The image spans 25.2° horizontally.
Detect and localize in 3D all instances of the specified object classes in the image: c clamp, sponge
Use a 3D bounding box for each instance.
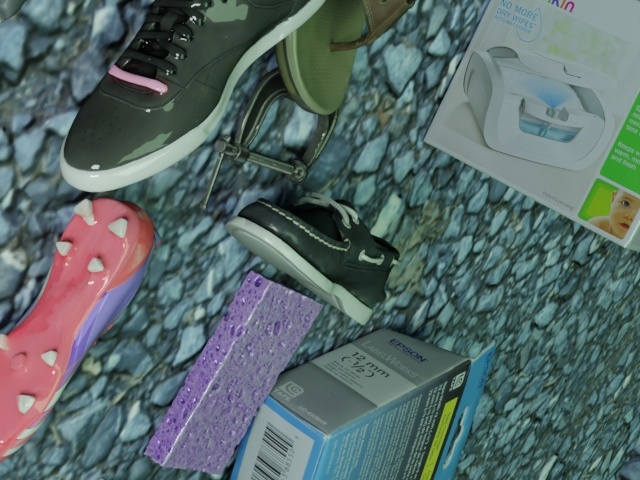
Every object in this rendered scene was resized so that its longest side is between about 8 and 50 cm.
[{"bbox_3d":[-0.042,-0.089,1.304,0.160,0.022,0.137,5,107,-56],"label":"c clamp"},{"bbox_3d":[-0.085,0.136,1.428,0.210,0.031,0.117,-59,150,0],"label":"sponge"}]

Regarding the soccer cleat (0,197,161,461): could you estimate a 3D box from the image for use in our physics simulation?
[{"bbox_3d":[-0.209,0.079,1.146,0.248,0.083,0.095,-60,155,-4],"label":"soccer cleat"}]

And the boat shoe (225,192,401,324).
[{"bbox_3d":[0.000,0.000,1.365,0.091,0.114,0.302,-57,162,-2],"label":"boat shoe"}]

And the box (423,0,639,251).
[{"bbox_3d":[0.284,-0.145,1.499,0.127,0.262,0.231,7,112,-58],"label":"box"}]

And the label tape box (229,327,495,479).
[{"bbox_3d":[0.044,0.242,1.644,0.347,0.115,0.249,-21,134,-51],"label":"label tape box"}]

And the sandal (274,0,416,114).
[{"bbox_3d":[0.050,-0.247,1.227,0.120,0.086,0.303,7,111,-58],"label":"sandal"}]

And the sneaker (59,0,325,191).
[{"bbox_3d":[-0.104,-0.172,1.056,0.296,0.104,0.147,-49,148,-28],"label":"sneaker"}]

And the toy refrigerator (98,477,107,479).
[{"bbox_3d":[-0.236,0.367,1.354,0.269,0.094,0.102,-56,143,-6],"label":"toy refrigerator"}]

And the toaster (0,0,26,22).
[{"bbox_3d":[-0.229,-0.210,0.738,0.146,0.227,0.129,-70,155,-16],"label":"toaster"}]
